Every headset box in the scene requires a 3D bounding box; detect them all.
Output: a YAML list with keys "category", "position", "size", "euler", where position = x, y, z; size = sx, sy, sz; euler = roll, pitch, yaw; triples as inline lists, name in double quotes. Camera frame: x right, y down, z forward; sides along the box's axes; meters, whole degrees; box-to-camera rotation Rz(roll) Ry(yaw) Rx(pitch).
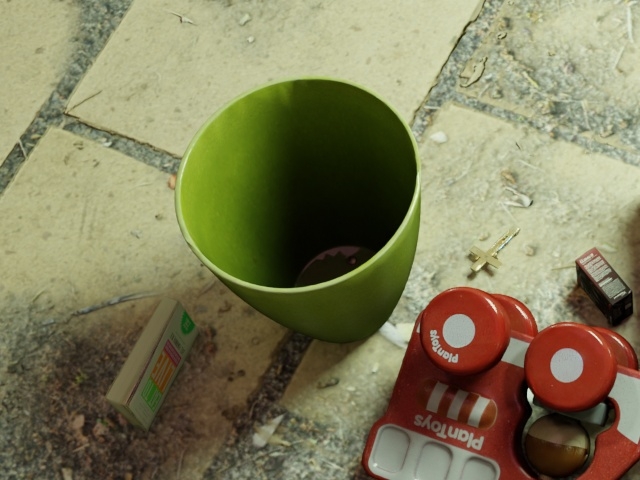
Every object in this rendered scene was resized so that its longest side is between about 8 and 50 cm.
- category: "headset box"
  position: [0.335, 0.052, 1.826]
  size: [0.032, 0.062, 0.083]
  euler: [-33, 61, -7]

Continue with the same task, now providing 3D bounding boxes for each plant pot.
- category: "plant pot"
  position: [0.000, 0.000, 1.796]
  size: [0.275, 0.293, 0.274]
  euler: [-5, 62, 9]

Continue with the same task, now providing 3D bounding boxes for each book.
- category: "book"
  position: [-0.202, 0.152, 1.875]
  size: [0.035, 0.096, 0.144]
  euler: [18, 69, 21]

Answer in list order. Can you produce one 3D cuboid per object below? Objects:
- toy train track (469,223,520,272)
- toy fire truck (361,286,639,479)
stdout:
- category: "toy train track"
  position: [0.218, 0.012, 1.903]
  size: [0.083, 0.014, 0.048]
  euler: [-43, 55, -18]
- category: "toy fire truck"
  position: [0.218, 0.199, 1.737]
  size: [0.302, 0.169, 0.253]
  euler: [19, 92, 22]
